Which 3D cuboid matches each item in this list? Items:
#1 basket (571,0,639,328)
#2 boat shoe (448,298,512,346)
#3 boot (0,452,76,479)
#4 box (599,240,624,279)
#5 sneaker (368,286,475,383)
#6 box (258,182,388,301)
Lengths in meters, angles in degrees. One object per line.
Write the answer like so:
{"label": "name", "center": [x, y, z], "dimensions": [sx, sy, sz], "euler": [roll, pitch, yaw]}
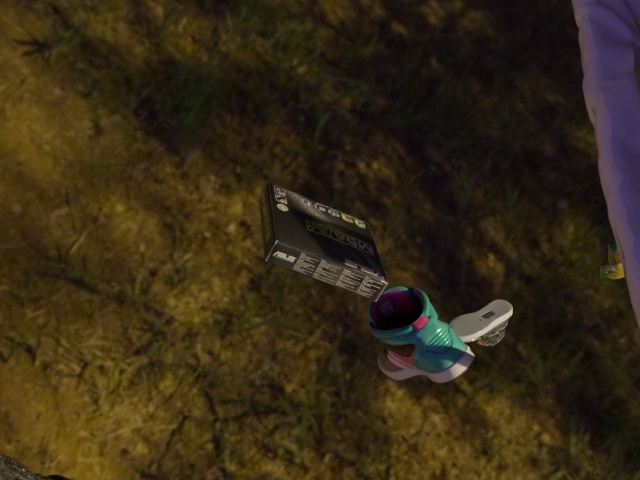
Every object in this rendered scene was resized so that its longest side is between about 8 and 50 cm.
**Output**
{"label": "basket", "center": [0.355, -0.079, 0.499], "dimensions": [0.266, 0.331, 0.328], "euler": [35, 43, -36]}
{"label": "boat shoe", "center": [0.332, 0.194, 1.907], "dimensions": [0.183, 0.083, 0.065], "euler": [-20, 40, -33]}
{"label": "boot", "center": [-0.464, 0.393, 1.094], "dimensions": [0.131, 0.348, 0.260], "euler": [35, -8, 30]}
{"label": "box", "center": [0.527, 0.012, 1.446], "dimensions": [0.105, 0.179, 0.043], "euler": [44, 25, -67]}
{"label": "sneaker", "center": [0.150, 0.173, 1.708], "dimensions": [0.124, 0.295, 0.178], "euler": [-42, 101, -22]}
{"label": "box", "center": [0.000, 0.000, 1.409], "dimensions": [0.191, 0.045, 0.184], "euler": [22, 24, -18]}
